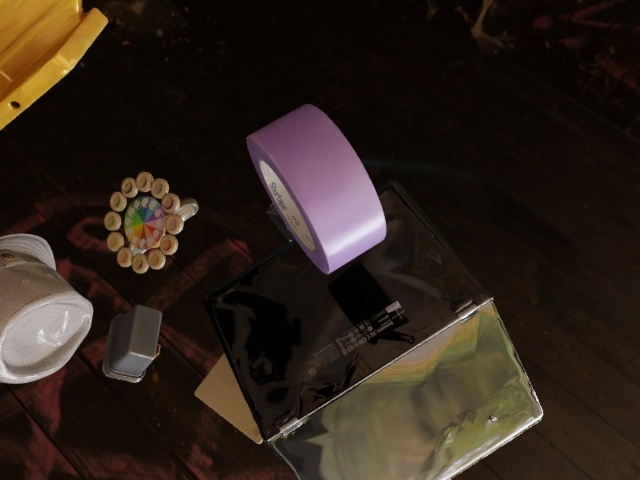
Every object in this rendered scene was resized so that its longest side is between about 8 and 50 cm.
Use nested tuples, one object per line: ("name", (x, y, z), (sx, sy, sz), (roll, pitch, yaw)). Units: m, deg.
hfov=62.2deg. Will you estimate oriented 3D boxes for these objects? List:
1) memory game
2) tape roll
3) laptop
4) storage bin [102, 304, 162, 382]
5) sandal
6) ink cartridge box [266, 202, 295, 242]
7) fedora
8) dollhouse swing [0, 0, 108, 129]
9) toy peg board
("memory game", (-0.327, -0.031, 0.972), (0.186, 0.012, 0.186), (-1, -92, 25))
("tape roll", (-0.007, -0.060, 0.635), (0.080, 0.189, 0.189), (-31, -114, -11))
("laptop", (0.084, 0.190, 0.865), (0.382, 0.236, 0.408), (-32, -121, -2))
("storage bin", (-0.358, 0.199, 1.050), (0.098, 0.091, 0.135), (25, -135, -32))
("sandal", (-0.397, -0.023, 1.357), (0.219, 0.090, 0.060), (-36, -110, -14))
("ink cartridge box", (0.000, 0.000, 1.217), (0.206, 0.208, 0.045), (10, -123, 48))
("fedora", (-0.434, 0.120, 0.788), (0.124, 0.275, 0.244), (15, -89, 9))
("dollhouse swing", (-0.534, -0.278, 0.675), (0.315, 0.347, 0.305), (-27, -140, 21))
("toy peg board", (-0.131, 0.289, 1.058), (0.161, 0.079, 0.161), (32, -106, 15))
